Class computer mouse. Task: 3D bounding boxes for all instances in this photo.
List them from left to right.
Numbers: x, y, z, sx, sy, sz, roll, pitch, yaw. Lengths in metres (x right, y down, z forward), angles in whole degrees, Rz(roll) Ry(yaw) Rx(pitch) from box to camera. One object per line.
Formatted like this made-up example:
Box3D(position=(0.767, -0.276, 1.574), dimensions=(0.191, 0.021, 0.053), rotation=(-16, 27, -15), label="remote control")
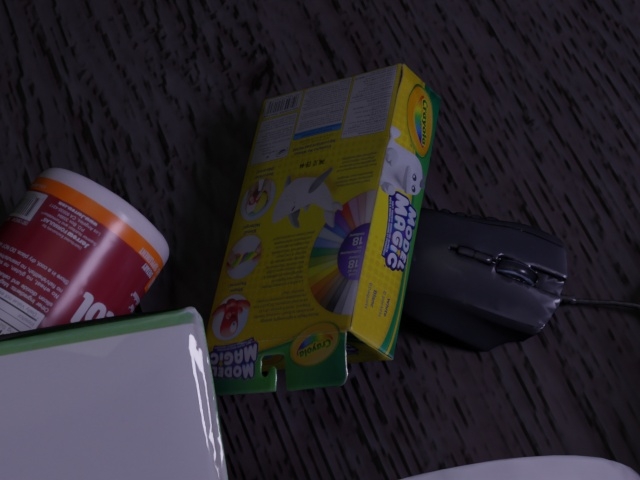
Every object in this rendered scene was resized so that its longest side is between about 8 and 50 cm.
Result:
Box3D(position=(0.134, 0.027, 0.681), dimensions=(0.242, 0.041, 0.071), rotation=(10, 65, 17), label="computer mouse")

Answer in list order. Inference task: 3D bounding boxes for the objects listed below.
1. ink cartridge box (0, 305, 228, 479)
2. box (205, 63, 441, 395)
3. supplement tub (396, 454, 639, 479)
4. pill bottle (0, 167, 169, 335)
Box3D(position=(-0.119, 0.083, 0.560), dimensions=(0.154, 0.212, 0.093), rotation=(-10, 90, -6), label="ink cartridge box")
Box3D(position=(0.000, 0.000, 0.702), dimensions=(0.105, 0.043, 0.179), rotation=(-9, 56, 40), label="box")
Box3D(position=(0.073, 0.264, 0.465), dimensions=(0.235, 0.235, 0.324), rotation=(-17, 61, 4), label="supplement tub")
Box3D(position=(-0.155, 0.043, 0.714), dimensions=(0.086, 0.086, 0.152), rotation=(26, 73, 23), label="pill bottle")
